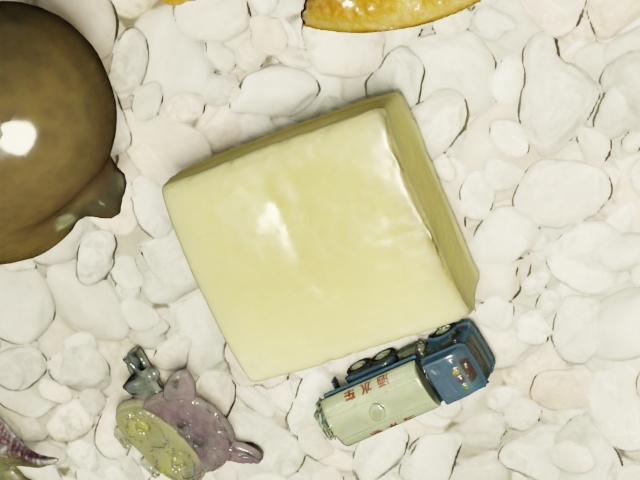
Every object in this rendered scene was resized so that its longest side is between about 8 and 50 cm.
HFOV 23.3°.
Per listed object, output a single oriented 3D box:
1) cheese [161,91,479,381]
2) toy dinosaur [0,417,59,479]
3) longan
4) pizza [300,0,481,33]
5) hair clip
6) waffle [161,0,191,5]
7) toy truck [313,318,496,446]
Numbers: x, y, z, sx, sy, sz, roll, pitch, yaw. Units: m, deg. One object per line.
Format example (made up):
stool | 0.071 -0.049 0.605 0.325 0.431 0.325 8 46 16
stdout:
cheese | 0.000 0.000 1.618 0.265 0.124 0.242 -19 102 19
toy dinosaur | -0.440 0.261 1.854 0.294 0.077 0.162 10 113 11
longan | -0.337 -0.108 1.593 0.300 0.243 0.300 8 137 8
pizza | 0.107 -0.355 1.452 0.278 0.114 0.409 40 114 -5
hair clip | -0.172 0.209 1.782 0.146 0.056 0.187 -26 106 29
waffle | -0.144 -0.415 1.501 0.224 0.098 0.327 31 116 -2
toy truck | 0.086 0.157 1.678 0.202 0.088 0.074 -26 102 21
